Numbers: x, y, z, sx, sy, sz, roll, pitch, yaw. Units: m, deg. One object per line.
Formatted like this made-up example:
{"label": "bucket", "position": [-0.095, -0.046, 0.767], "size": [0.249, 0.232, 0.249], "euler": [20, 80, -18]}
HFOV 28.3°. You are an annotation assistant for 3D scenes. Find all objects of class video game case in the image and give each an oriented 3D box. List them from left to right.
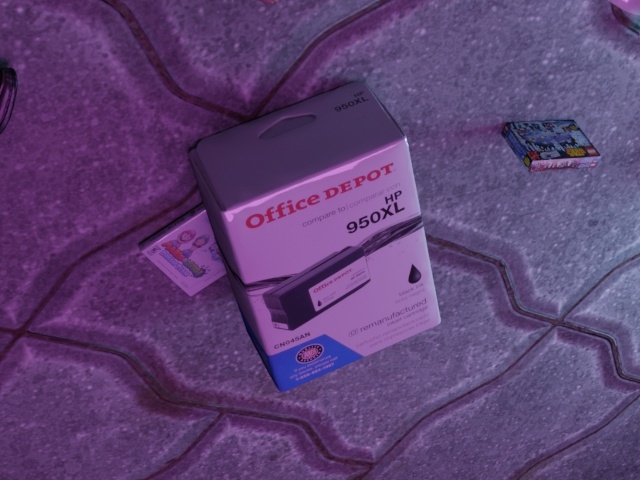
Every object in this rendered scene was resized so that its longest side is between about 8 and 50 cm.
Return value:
{"label": "video game case", "position": [-0.182, 0.011, 1.958], "size": [0.143, 0.019, 0.157], "euler": [-33, 142, 6]}

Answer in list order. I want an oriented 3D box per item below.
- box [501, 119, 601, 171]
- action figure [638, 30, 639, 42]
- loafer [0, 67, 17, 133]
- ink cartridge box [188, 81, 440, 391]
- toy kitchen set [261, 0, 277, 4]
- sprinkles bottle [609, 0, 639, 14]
{"label": "box", "position": [0.371, -0.154, 2.043], "size": [0.137, 0.094, 0.027], "euler": [-6, 138, -27]}
{"label": "action figure", "position": [0.596, -0.374, 1.832], "size": [0.370, 0.248, 0.276], "euler": [-38, 140, -60]}
{"label": "loafer", "position": [-0.434, -0.151, 1.584], "size": [0.061, 0.062, 0.170], "euler": [17, 123, -37]}
{"label": "ink cartridge box", "position": [0.000, 0.000, 1.892], "size": [0.285, 0.166, 0.395], "euler": [-23, 133, -8]}
{"label": "toy kitchen set", "position": [-0.049, -0.315, 1.613], "size": [0.068, 0.075, 0.083], "euler": [-42, 136, 20]}
{"label": "sprinkles bottle", "position": [0.504, -0.479, 1.725], "size": [0.121, 0.121, 0.355], "euler": [11, 128, -39]}
